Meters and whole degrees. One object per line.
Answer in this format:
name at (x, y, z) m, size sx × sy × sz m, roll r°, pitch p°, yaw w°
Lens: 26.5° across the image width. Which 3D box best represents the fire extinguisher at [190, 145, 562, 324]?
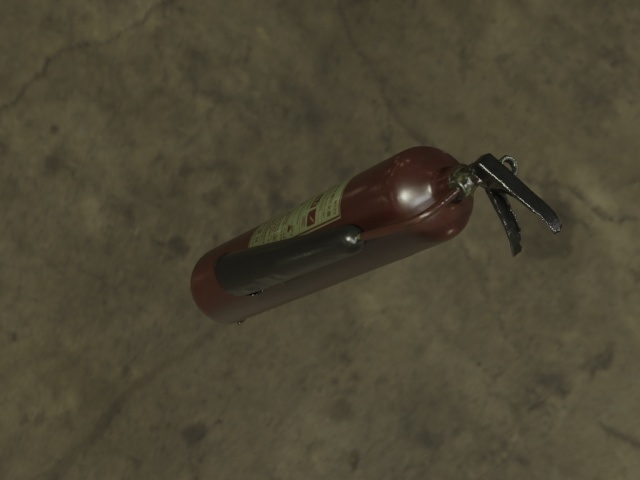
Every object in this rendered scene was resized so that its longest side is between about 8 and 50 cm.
fire extinguisher at (0.000, 0.000, 0.421) m, size 0.049 × 0.173 × 0.035 m, roll 9°, pitch 72°, yaw -29°
